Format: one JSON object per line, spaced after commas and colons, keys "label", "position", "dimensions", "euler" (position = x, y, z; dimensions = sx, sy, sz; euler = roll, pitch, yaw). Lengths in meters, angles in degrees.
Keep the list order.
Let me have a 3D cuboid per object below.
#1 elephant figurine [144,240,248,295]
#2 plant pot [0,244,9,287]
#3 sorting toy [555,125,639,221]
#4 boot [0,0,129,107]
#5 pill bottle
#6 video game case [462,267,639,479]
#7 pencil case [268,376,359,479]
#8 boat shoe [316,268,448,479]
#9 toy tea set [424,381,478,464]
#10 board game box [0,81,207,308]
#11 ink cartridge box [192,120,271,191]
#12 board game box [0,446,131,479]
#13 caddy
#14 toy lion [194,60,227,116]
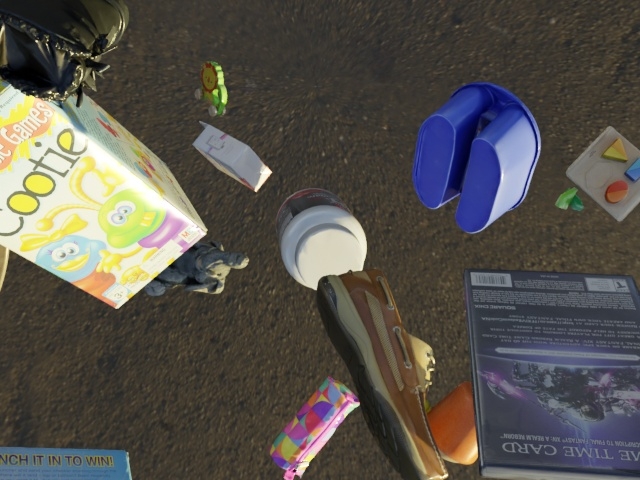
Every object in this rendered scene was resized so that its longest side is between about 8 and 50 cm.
{"label": "elephant figurine", "position": [-0.279, 0.059, 1.586], "dimensions": [0.240, 0.186, 0.169], "euler": [2, 121, -2]}
{"label": "plant pot", "position": [-0.746, 0.033, 1.194], "dimensions": [0.281, 0.323, 0.323], "euler": [14, 102, -5]}
{"label": "sorting toy", "position": [0.233, -0.046, 0.563], "dimensions": [0.062, 0.012, 0.083], "euler": [44, 85, 5]}
{"label": "boot", "position": [-0.158, -0.117, 0.346], "dimensions": [0.121, 0.099, 0.045], "euler": [24, 121, -14]}
{"label": "pill bottle", "position": [0.000, 0.000, 1.456], "dimensions": [0.177, 0.318, 0.176], "euler": [-2, 105, -7]}
{"label": "video game case", "position": [0.255, 0.128, 0.715], "dimensions": [0.196, 0.274, 0.026], "euler": [2, 129, 6]}
{"label": "pencil case", "position": [-0.015, 0.425, 1.563], "dimensions": [0.104, 0.104, 0.236], "euler": [37, 89, -8]}
{"label": "boat shoe", "position": [0.103, 0.175, 0.964], "dimensions": [0.120, 0.122, 0.323], "euler": [-19, 68, -15]}
{"label": "toy tea set", "position": [0.277, 0.341, 0.975], "dimensions": [0.200, 0.336, 0.124], "euler": [21, 113, -41]}
{"label": "board game box", "position": [-0.271, -0.069, 0.711], "dimensions": [0.142, 0.144, 0.275], "euler": [-40, 142, 3]}
{"label": "ink cartridge box", "position": [-0.223, -0.204, 1.649], "dimensions": [0.067, 0.198, 0.115], "euler": [-52, 141, -7]}
{"label": "board game box", "position": [-0.353, 0.379, 0.763], "dimensions": [0.308, 0.302, 0.086], "euler": [14, 122, -34]}
{"label": "caddy", "position": [0.350, -0.186, 1.539], "dimensions": [0.241, 0.341, 0.179], "euler": [38, 58, 27]}
{"label": "toy lion", "position": [-0.232, -0.333, 1.492], "dimensions": [0.100, 0.034, 0.096], "euler": [51, 133, 27]}
